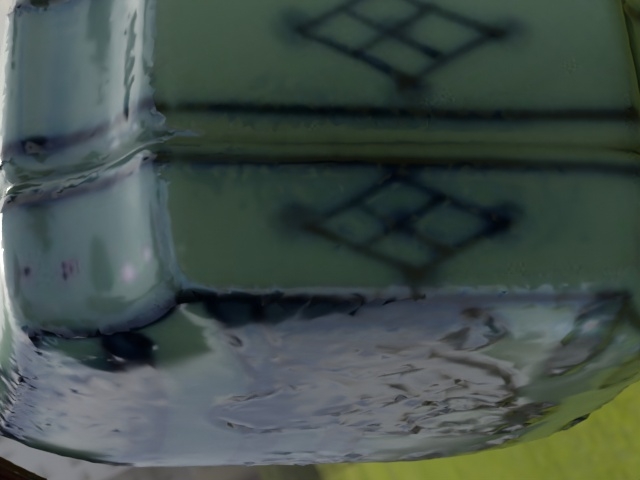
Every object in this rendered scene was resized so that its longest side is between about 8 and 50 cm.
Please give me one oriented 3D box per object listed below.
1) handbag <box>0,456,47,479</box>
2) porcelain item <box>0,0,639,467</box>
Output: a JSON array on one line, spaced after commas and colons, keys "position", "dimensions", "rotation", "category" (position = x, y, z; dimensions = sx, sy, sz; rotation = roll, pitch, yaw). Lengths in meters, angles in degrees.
[{"position": [-0.269, 0.180, 1.114], "dimensions": [0.275, 0.084, 0.260], "rotation": [30, 140, -11], "category": "handbag"}, {"position": [0.000, 0.000, 0.808], "dimensions": [0.281, 0.285, 0.157], "rotation": [128, 141, -68], "category": "porcelain item"}]
